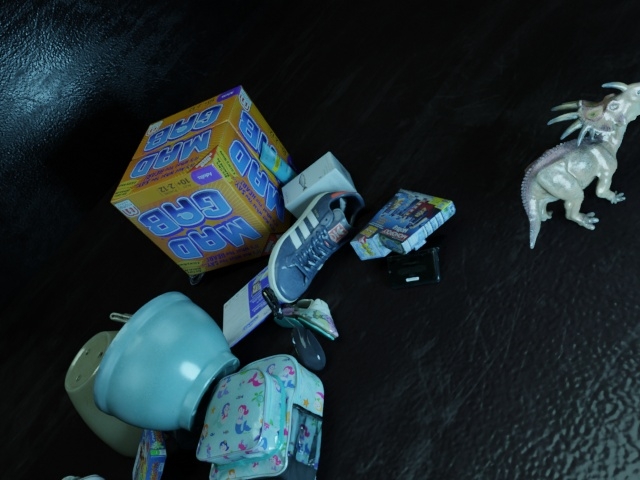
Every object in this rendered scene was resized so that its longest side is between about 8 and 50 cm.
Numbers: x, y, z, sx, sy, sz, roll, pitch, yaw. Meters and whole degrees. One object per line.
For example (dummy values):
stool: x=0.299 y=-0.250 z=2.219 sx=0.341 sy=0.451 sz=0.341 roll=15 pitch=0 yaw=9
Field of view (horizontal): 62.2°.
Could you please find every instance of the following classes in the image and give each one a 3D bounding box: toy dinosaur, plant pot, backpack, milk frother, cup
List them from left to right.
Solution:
cup: x=-0.523 y=0.372 z=1.412 sx=0.331 sy=0.237 sz=0.331 roll=-28 pitch=38 yaw=25
milk frother: x=-0.340 y=0.401 z=1.267 sx=0.134 sy=0.143 sz=0.129 roll=1 pitch=48 yaw=51
plant pot: x=-0.299 y=0.283 z=1.133 sx=0.196 sy=0.293 sz=0.293 roll=26 pitch=72 yaw=17
backpack: x=-0.110 y=0.351 z=1.045 sx=0.225 sy=0.191 sz=0.253 roll=-23 pitch=35 yaw=32
toy dinosaur: x=0.434 y=-0.135 z=0.932 sx=0.295 sy=0.200 sz=0.127 roll=-43 pitch=34 yaw=5

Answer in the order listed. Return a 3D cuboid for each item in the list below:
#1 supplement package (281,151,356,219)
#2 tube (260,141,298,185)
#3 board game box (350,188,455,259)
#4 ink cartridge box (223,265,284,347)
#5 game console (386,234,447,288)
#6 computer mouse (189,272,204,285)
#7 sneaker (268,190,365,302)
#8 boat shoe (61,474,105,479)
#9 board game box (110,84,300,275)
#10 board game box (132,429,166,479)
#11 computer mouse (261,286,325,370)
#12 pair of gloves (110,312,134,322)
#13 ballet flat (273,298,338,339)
supplement package: x=-0.006 y=-0.143 z=1.502 sx=0.179 sy=0.105 sz=0.105 roll=-36 pitch=36 yaw=15
tube: x=-0.108 y=-0.201 z=1.582 sx=0.052 sy=0.207 sz=0.080 roll=-29 pitch=39 yaw=25
board game box: x=0.173 y=-0.024 z=1.175 sx=0.194 sy=0.060 sz=0.194 roll=-39 pitch=26 yaw=-11
ink cartridge box: x=-0.172 y=0.178 z=1.377 sx=0.206 sy=0.045 sz=0.208 roll=-41 pitch=26 yaw=15
game console: x=0.214 y=0.047 z=1.153 sx=0.122 sy=0.071 sz=0.107 roll=-15 pitch=75 yaw=39
computer mouse: x=-0.427 y=0.025 z=1.814 sx=0.188 sy=0.072 sz=0.272 roll=-51 pitch=34 yaw=-5
sneaker: x=0.000 y=0.000 z=1.307 sx=0.148 sy=0.131 sz=0.350 roll=-9 pitch=43 yaw=44
boat shoe: x=-0.654 y=0.664 z=1.388 sx=0.267 sy=0.096 sz=0.088 roll=-41 pitch=38 yaw=22
board game box: x=-0.319 y=-0.169 z=1.597 sx=0.356 sy=0.356 sz=0.356 roll=-15 pitch=44 yaw=24
board game box: x=-0.395 y=0.515 z=1.218 sx=0.136 sy=0.035 sz=0.201 roll=55 pitch=131 yaw=55
computer mouse: x=-0.070 y=0.197 z=1.187 sx=0.041 sy=0.071 sz=0.242 roll=-24 pitch=53 yaw=-29
pair of gloves: x=-0.407 y=0.235 z=1.396 sx=0.204 sy=0.240 sz=0.042 roll=99 pitch=-177 yaw=-80
ballet flat: x=-0.028 y=0.173 z=1.233 sx=0.221 sy=0.077 sz=0.079 roll=1 pitch=52 yaw=53
